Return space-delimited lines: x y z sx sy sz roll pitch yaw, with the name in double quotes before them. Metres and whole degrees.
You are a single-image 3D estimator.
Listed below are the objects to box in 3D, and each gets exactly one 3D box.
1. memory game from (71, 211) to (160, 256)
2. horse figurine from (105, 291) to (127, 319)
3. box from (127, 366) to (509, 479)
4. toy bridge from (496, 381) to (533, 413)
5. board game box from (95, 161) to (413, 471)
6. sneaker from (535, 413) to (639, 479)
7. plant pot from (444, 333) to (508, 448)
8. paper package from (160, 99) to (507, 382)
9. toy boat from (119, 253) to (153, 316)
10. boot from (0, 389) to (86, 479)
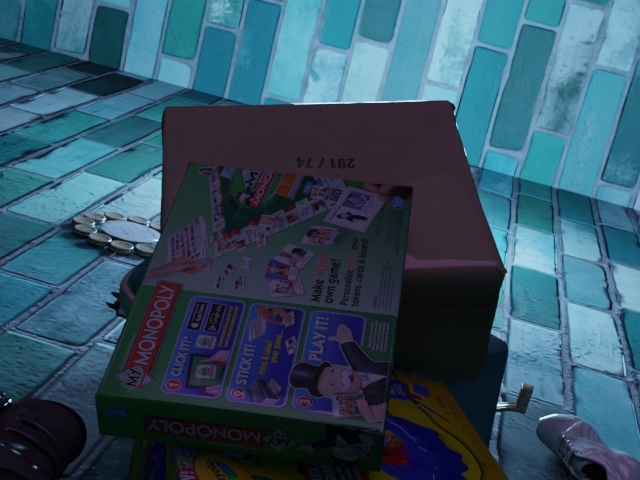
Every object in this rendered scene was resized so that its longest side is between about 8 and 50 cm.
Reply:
"memory game" -0.300 -0.010 1.852 0.186 0.012 0.186 13 15 -4
"horse figurine" -0.115 0.125 1.462 0.263 0.066 0.174 -3 29 -39
"box" -0.008 0.232 0.990 0.279 0.177 0.290 8 17 -15
"toy bridge" 0.170 0.186 1.492 0.188 0.063 0.026 17 16 5
"board game box" -0.039 0.047 0.980 0.213 0.046 0.317 6 37 5
"sneaker" 0.312 0.253 1.405 0.061 0.054 0.152 -5 25 -41
"plant pot" 0.051 0.174 1.274 0.234 0.165 0.166 -11 28 -38
"paper package" 0.000 0.000 1.216 0.325 0.168 0.309 -2 39 -6
"toy boat" -0.110 0.025 1.415 0.267 0.148 0.318 7 32 -20
"boot" -0.381 0.177 1.020 0.338 0.118 0.223 22 12 -11
